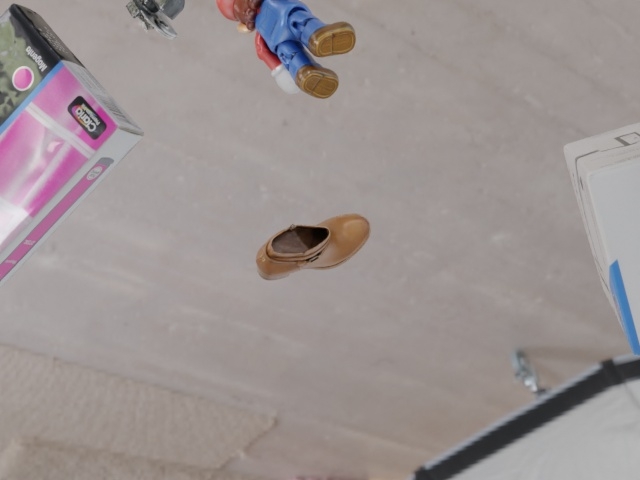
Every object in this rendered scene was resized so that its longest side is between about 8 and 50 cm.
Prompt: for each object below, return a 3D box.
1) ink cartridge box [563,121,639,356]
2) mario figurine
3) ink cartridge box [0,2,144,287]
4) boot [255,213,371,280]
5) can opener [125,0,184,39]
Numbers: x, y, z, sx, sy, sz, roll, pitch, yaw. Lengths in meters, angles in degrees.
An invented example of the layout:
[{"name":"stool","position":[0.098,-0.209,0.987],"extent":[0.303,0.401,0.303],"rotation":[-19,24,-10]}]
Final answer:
[{"name":"ink cartridge box","position":[0.263,-0.010,0.872],"extent":[0.085,0.203,0.148],"rotation":[-16,98,10]},{"name":"mario figurine","position":[-0.042,-0.379,1.813],"extent":[0.198,0.320,0.170],"rotation":[-42,143,4]},{"name":"ink cartridge box","position":[-0.360,-0.039,1.065],"extent":[0.371,0.176,0.069],"rotation":[-45,166,11]},{"name":"boot","position":[0.000,0.000,1.569],"extent":[0.197,0.073,0.152],"rotation":[-26,171,-15]},{"name":"can opener","position":[-0.278,-0.404,1.598],"extent":[0.093,0.280,0.074],"rotation":[-44,152,13]}]
